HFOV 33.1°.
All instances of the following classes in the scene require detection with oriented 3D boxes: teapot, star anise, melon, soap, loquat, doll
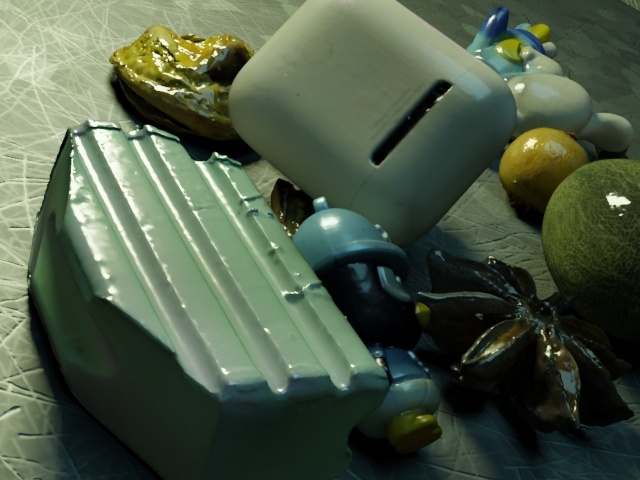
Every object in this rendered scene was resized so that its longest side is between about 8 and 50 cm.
[{"bbox_3d":[0.589,-0.176,2.162,0.088,0.066,0.057,42,47,-16],"label":"teapot"},{"bbox_3d":[0.252,0.129,1.368,0.332,0.117,0.331,27,28,-16],"label":"star anise"},{"bbox_3d":[0.455,0.009,1.577,0.248,0.248,0.329,13,24,-21],"label":"melon"},{"bbox_3d":[-0.152,0.053,1.134,0.261,0.156,0.446,-1,39,-34],"label":"soap"},{"bbox_3d":[0.377,-0.114,1.813,0.163,0.163,0.137,14,11,-20],"label":"loquat"},{"bbox_3d":[0.051,0.083,1.217,0.177,0.141,0.314,61,6,-66],"label":"doll"},{"bbox_3d":[0.385,-0.295,2.095,0.376,0.187,0.365,14,41,-42],"label":"doll"}]

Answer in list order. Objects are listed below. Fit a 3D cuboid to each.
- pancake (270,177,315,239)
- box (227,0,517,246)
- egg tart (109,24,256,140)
[{"bbox_3d":[0.001,0.000,1.438,0.212,0.056,0.257,40,25,10],"label":"pancake"},{"bbox_3d":[0.066,-0.178,1.458,0.349,0.288,0.141,40,-9,18],"label":"box"},{"bbox_3d":[-0.178,-0.263,1.653,0.297,0.132,0.297,18,25,-9],"label":"egg tart"}]
